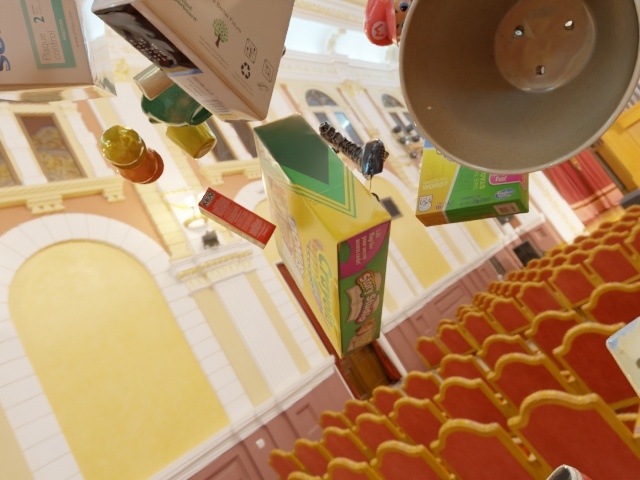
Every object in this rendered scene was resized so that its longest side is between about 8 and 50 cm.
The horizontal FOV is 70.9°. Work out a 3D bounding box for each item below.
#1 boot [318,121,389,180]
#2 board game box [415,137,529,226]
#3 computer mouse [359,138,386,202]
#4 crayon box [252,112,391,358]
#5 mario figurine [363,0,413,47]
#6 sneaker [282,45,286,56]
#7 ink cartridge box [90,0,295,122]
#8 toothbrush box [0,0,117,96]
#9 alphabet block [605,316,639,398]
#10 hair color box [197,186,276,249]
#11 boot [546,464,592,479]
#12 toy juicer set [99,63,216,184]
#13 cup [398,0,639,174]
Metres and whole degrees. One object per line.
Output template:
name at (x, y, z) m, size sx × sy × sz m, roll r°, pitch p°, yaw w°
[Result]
boot at (0.087, -0.286, 1.397) m, size 0.091 × 0.229 × 0.263 m, roll -52°, pitch 2°, yaw -3°
board game box at (0.360, -0.198, 1.060) m, size 0.242 × 0.317 × 0.064 m, roll -9°, pitch -31°, yaw 39°
computer mouse at (0.128, -0.164, 1.179) m, size 0.071 × 0.242 × 0.041 m, roll 3°, pitch -18°, yaw 17°
crayon box at (0.000, 0.000, 0.854) m, size 0.106 × 0.313 × 0.363 m, roll -23°, pitch -38°, yaw -14°
mario figurine at (0.238, -0.451, 0.862) m, size 0.320 × 0.198 × 0.170 m, roll -20°, pitch 0°, yaw -3°
sneaker at (-0.182, -0.546, 1.230) m, size 0.188 × 0.066 × 0.071 m, roll 3°, pitch -3°, yaw -32°
ink cartridge box at (-0.079, -0.298, 0.419) m, size 0.065 × 0.333 × 0.165 m, roll 5°, pitch -15°, yaw 29°
toothbrush box at (-0.341, -0.284, 0.538) m, size 0.126 × 0.217 × 0.295 m, roll -10°, pitch 17°, yaw -16°
alphabet block at (0.475, 0.165, 0.468) m, size 0.192 × 0.193 × 0.197 m, roll -52°, pitch 17°, yaw 30°
hair color box at (-0.155, -0.039, 0.836) m, size 0.043 × 0.141 × 0.072 m, roll -60°, pitch 4°, yaw -13°
boot at (0.541, 0.611, 0.979) m, size 0.244 × 0.176 × 0.088 m, roll -60°, pitch 1°, yaw 30°
toy juicer set at (-0.210, -0.193, 0.603) m, size 0.209 × 0.089 × 0.329 m, roll -43°, pitch 1°, yaw -34°
cup at (0.324, -0.299, 0.712) m, size 0.237 × 0.331 × 0.331 m, roll -36°, pitch -4°, yaw -44°
